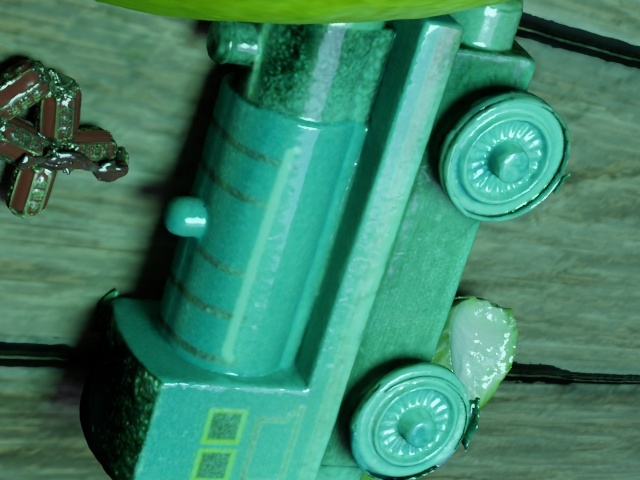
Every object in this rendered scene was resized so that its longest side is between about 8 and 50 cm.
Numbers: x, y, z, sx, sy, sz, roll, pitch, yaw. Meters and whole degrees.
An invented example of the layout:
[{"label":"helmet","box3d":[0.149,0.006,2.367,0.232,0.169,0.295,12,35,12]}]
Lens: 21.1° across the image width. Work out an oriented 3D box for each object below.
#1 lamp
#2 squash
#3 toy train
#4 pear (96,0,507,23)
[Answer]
[{"label":"lamp","box3d":[-0.127,-0.050,0.788,0.063,0.031,0.083,-34,139,-13]},{"label":"squash","box3d":[0.039,0.129,1.091,0.239,0.069,0.069,-50,144,11]},{"label":"toy train","box3d":[0.000,0.000,0.876,0.194,0.120,0.298,6,116,-25]},{"label":"pear","box3d":[-0.034,-0.227,0.439,0.413,0.352,0.352,23,111,-27]}]
